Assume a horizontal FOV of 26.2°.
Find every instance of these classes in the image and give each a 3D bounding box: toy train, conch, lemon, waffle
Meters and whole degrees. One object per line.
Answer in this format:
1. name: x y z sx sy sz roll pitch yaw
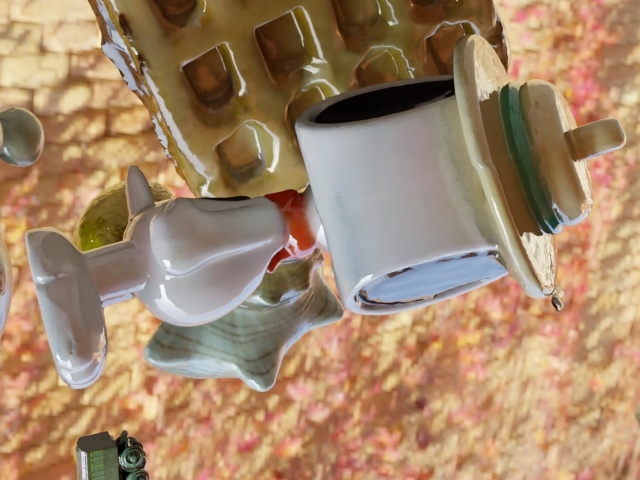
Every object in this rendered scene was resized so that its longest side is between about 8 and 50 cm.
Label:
1. toy train: -0.207 0.254 1.376 0.071 0.148 0.038 -5 -152 -15
2. conch: -0.051 0.044 0.892 0.114 0.234 0.137 32 -147 9
3. lemon: -0.155 -0.009 1.132 0.082 0.082 0.111 17 -143 18
4. waffle: -0.029 -0.174 0.734 0.224 0.328 0.098 -25 -134 -1

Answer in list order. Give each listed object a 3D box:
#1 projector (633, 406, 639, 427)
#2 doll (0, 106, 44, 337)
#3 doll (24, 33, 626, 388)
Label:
1. projector: 0.226 0.098 0.721 0.083 0.082 0.083 37 -165 -14
2. doll: -0.295 0.011 1.067 0.113 0.275 0.155 18 -161 12
3. doll: -0.003 0.000 0.689 0.271 0.144 0.208 -16 176 -26
